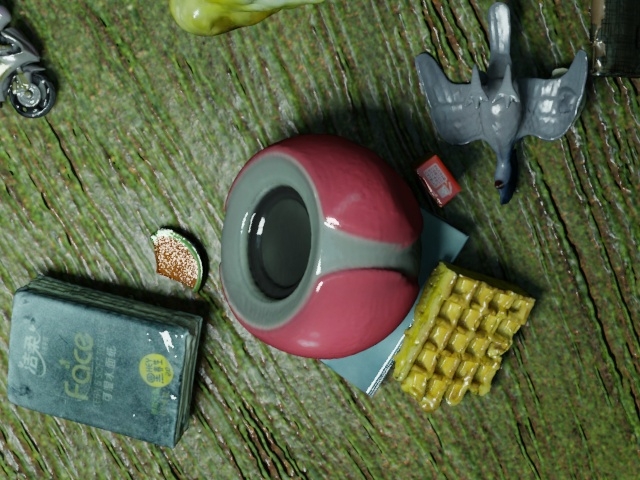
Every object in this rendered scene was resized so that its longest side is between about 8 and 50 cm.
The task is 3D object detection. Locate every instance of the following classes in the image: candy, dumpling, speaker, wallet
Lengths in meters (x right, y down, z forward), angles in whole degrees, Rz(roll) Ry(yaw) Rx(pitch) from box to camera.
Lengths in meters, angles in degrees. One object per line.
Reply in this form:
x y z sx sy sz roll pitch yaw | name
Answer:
0.157 -0.086 1.490 0.038 0.122 0.062 -36 94 6 | candy
0.342 -0.197 1.513 0.059 0.043 0.077 -12 81 -13 | dumpling
0.000 0.000 1.432 0.294 0.294 0.294 0 97 2 | speaker
0.411 -0.373 1.436 0.044 0.169 0.317 7 100 43 | wallet

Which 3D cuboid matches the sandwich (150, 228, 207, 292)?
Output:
-0.203 0.023 1.566 0.101 0.026 0.069 26 101 2 | sandwich

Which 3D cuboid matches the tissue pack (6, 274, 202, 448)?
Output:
-0.301 0.168 1.528 0.257 0.081 0.185 13 109 11 | tissue pack

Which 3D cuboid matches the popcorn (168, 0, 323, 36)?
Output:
-0.108 -0.429 1.394 0.312 0.312 0.312 0 97 2 | popcorn

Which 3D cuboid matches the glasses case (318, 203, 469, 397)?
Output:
0.107 0.083 1.556 0.105 0.056 0.266 33 98 22 | glasses case

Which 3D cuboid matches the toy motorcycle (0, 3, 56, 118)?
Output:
-0.474 -0.254 1.516 0.225 0.073 0.152 7 96 0 | toy motorcycle

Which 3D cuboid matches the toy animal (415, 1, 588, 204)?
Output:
0.240 -0.184 1.484 0.239 0.176 0.255 4 80 19 | toy animal

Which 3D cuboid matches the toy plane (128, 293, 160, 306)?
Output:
-0.261 0.135 1.572 0.102 0.040 0.111 -32 97 11 | toy plane

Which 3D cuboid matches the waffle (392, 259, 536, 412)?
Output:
0.190 0.146 1.523 0.160 0.055 0.211 16 104 -30 | waffle
